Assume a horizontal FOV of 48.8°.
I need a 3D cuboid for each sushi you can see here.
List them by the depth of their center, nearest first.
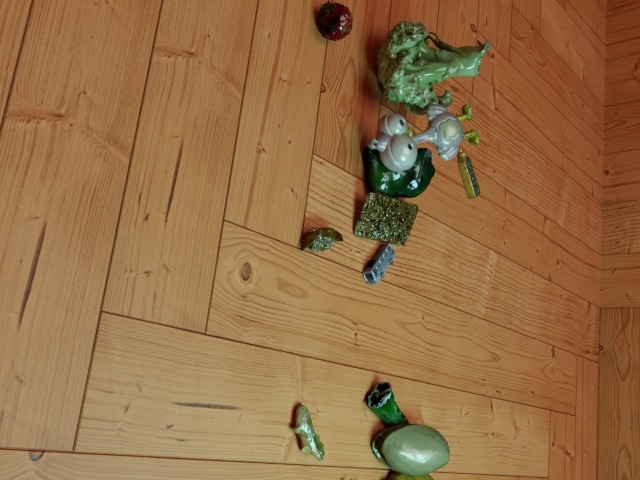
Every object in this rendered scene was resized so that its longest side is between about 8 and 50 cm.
[{"bbox_3d":[0.000,0.000,1.734,0.120,0.052,0.055,-5,74,-51],"label":"sushi"}]

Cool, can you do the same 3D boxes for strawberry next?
[{"bbox_3d":[0.043,-0.560,1.810,0.106,0.106,0.106,7,80,-49],"label":"strawberry"}]

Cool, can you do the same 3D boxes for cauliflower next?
[{"bbox_3d":[0.292,-0.466,1.964,0.327,0.281,0.260,-43,153,-48],"label":"cauliflower"}]

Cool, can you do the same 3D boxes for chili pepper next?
[{"bbox_3d":[0.197,0.480,1.908,0.088,0.059,0.227,-46,127,-22],"label":"chili pepper"},{"bbox_3d":[0.238,-0.185,1.978,0.264,0.116,0.148,0,89,-49],"label":"chili pepper"}]

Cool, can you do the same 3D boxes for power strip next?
[{"bbox_3d":[0.490,-0.221,2.342,0.049,0.028,0.178,-38,114,-44],"label":"power strip"}]

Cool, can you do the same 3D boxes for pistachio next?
[{"bbox_3d":[0.245,0.557,1.880,0.226,0.136,0.136,14,74,-24],"label":"pistachio"}]

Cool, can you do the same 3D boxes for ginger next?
[{"bbox_3d":[-0.032,0.452,1.652,0.057,0.044,0.137,-22,98,-18],"label":"ginger"}]

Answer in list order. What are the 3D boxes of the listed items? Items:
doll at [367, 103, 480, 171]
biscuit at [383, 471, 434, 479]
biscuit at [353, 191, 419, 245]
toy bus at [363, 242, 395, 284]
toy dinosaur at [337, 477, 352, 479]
[{"bbox_3d":[0.273,-0.281,1.900,0.365,0.094,0.160,-16,92,-34],"label":"doll"},{"bbox_3d":[0.244,0.781,1.892,0.326,0.107,0.325,2,87,-47],"label":"biscuit"},{"bbox_3d":[0.186,-0.056,1.937,0.231,0.025,0.131,9,103,-48],"label":"biscuit"},{"bbox_3d":[0.161,0.063,1.921,0.052,0.037,0.130,59,46,-24],"label":"toy bus"},{"bbox_3d":[0.067,0.610,1.756,0.113,0.026,0.041,-16,104,-40],"label":"toy dinosaur"}]
